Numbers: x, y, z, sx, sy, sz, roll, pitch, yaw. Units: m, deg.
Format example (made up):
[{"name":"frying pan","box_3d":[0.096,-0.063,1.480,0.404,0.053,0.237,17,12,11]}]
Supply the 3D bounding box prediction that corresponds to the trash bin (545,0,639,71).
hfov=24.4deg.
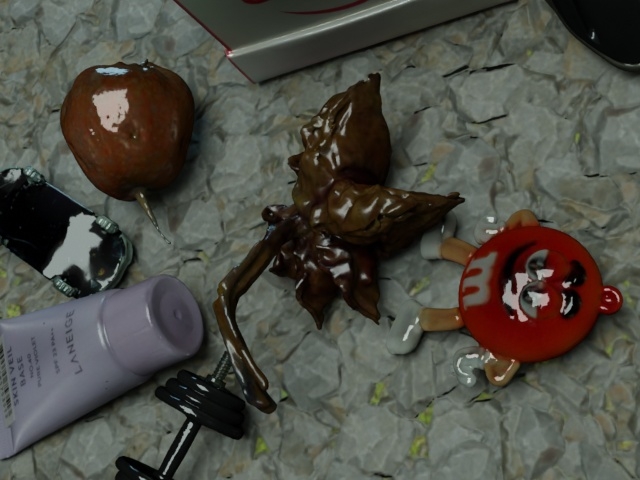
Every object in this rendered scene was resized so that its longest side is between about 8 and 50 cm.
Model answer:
[{"name":"trash bin","box_3d":[0.287,-0.325,1.394,0.182,0.209,0.290,-4,66,24]}]

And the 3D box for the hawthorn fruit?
[{"name":"hawthorn fruit","box_3d":[-0.210,-0.105,1.565,0.149,0.149,0.189,5,71,25]}]

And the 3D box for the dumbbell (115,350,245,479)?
[{"name":"dumbbell","box_3d":[-0.138,0.204,1.462,0.099,0.099,0.208,26,85,28]}]

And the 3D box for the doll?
[{"name":"doll","box_3d":[0.172,0.053,1.387,0.217,0.085,0.183,12,77,36]}]

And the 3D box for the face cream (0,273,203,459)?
[{"name":"face cream","box_3d":[-0.253,0.120,1.554,0.274,0.096,0.154,-24,70,29]}]

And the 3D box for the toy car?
[{"name":"toy car","box_3d":[-0.294,-0.010,1.622,0.205,0.056,0.095,32,88,27]}]

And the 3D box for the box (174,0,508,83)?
[{"name":"box","box_3d":[-0.010,-0.386,1.484,0.312,0.300,0.314,-15,68,18]}]

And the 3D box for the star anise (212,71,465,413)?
[{"name":"star anise","box_3d":[0.005,0.008,1.431,0.237,0.148,0.346,7,63,42]}]
